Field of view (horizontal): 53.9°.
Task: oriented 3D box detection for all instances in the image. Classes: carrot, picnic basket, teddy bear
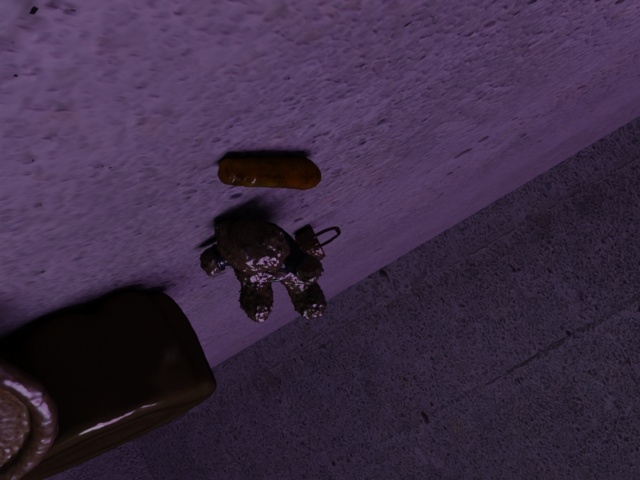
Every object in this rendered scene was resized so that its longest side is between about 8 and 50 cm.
[{"bbox_3d":[-0.054,-0.077,0.713,0.042,0.042,0.170,-34,166,30],"label":"carrot"},{"bbox_3d":[0.000,0.000,1.172,0.083,0.072,0.072,-28,170,1],"label":"picnic basket"},{"bbox_3d":[-0.085,0.031,0.935,0.181,0.129,0.251,-8,153,5],"label":"teddy bear"}]

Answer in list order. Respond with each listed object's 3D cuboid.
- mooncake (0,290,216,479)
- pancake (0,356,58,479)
[{"bbox_3d":[-0.369,0.228,0.998,0.378,0.201,0.378,-26,166,-7],"label":"mooncake"},{"bbox_3d":[-0.445,0.217,0.709,0.286,0.033,0.288,13,124,-34],"label":"pancake"}]
